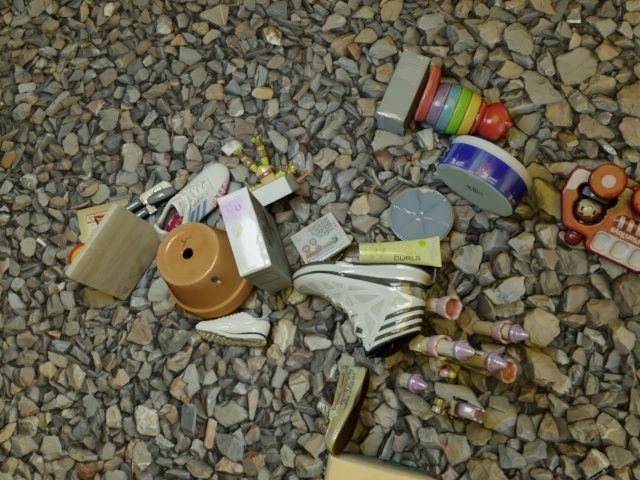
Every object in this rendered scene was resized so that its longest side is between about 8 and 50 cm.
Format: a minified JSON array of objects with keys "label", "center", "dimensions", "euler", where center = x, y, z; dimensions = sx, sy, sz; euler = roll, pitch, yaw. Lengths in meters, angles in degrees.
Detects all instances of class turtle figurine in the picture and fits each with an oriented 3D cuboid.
[{"label":"turtle figurine","center":[-0.172,-0.231,1.857],"dimensions":[0.269,0.087,0.217],"euler":[-29,97,18]}]

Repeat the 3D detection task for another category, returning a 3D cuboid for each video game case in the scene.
[{"label":"video game case","center":[0.000,0.000,1.795],"dimensions":[0.157,0.019,0.143],"euler":[-32,55,0]}]

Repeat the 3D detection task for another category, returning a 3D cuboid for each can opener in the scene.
[{"label":"can opener","center":[-0.609,-0.107,1.888],"dimensions":[0.280,0.093,0.074],"euler":[-35,86,-7]}]

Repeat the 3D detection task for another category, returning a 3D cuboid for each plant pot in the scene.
[{"label":"plant pot","center":[-0.364,0.074,1.734],"dimensions":[0.290,0.203,0.291],"euler":[-5,68,13]}]

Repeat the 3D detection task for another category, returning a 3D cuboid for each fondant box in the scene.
[{"label":"fondant box","center":[-0.182,0.012,1.680],"dimensions":[0.096,0.330,0.238],"euler":[-20,74,3]}]

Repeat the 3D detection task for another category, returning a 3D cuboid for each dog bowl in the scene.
[{"label":"dog bowl","center":[0.478,-0.187,1.668],"dimensions":[0.265,0.265,0.104],"euler":[34,85,14]}]

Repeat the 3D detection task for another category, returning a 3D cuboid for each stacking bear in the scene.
[{"label":"stacking bear","center":[0.458,-0.404,1.786],"dimensions":[0.289,0.175,0.164],"euler":[21,78,5]}]

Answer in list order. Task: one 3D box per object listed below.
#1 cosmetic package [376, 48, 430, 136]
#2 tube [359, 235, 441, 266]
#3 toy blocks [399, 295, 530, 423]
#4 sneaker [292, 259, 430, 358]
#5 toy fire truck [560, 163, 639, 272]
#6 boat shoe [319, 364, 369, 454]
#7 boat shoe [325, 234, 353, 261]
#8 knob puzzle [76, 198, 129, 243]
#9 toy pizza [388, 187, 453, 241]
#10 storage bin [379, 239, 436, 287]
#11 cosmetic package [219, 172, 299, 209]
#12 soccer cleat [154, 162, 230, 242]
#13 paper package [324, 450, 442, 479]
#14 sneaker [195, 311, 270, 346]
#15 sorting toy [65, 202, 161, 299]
[{"label":"cosmetic package","center":[0.270,-0.474,1.840],"dimensions":[0.107,0.127,0.238],"euler":[25,79,13]},{"label":"tube","center":[0.233,0.034,1.671],"dimensions":[0.240,0.062,0.070],"euler":[-1,117,3]},{"label":"toy blocks","center":[0.406,0.330,1.503],"dimensions":[0.288,0.260,0.309],"euler":[24,78,-27]},{"label":"sneaker","center":[0.086,0.199,1.613],"dimensions":[0.447,0.169,0.258],"euler":[-2,72,37]},{"label":"toy fire truck","center":[0.844,-0.074,1.653],"dimensions":[0.302,0.169,0.254],"euler":[27,100,14]},{"label":"boat shoe","center":[0.061,0.475,1.608],"dimensions":[0.089,0.105,0.285],"euler":[8,37,20]},{"label":"boat shoe","center":[0.052,0.034,1.793],"dimensions":[0.133,0.042,0.049],"euler":[-42,49,-4]},{"label":"knob puzzle","center":[-0.713,-0.028,1.917],"dimensions":[0.213,0.030,0.213],"euler":[1,77,-6]},{"label":"toy pizza","center":[0.314,-0.073,1.777],"dimensions":[0.201,0.032,0.201],"euler":[-3,66,7]},{"label":"storage bin","center":[0.262,0.074,1.729],"dimensions":[0.180,0.084,0.122],"euler":[8,77,9]},{"label":"cosmetic package","center":[-0.192,-0.134,1.788],"dimensions":[0.239,0.099,0.060],"euler":[-24,98,16]},{"label":"soccer cleat","center":[-0.411,-0.127,1.838],"dimensions":[0.116,0.143,0.331],"euler":[31,77,14]},{"label":"paper package","center":[0.152,0.756,1.536],"dimensions":[0.324,0.168,0.310],"euler":[10,78,11]},{"label":"sneaker","center":[-0.272,0.271,1.768],"dimensions":[0.235,0.090,0.095],"euler":[5,59,9]},{"label":"sorting toy","center":[-0.653,0.028,1.794],"dimensions":[0.089,0.255,0.257],"euler":[28,82,29]}]
